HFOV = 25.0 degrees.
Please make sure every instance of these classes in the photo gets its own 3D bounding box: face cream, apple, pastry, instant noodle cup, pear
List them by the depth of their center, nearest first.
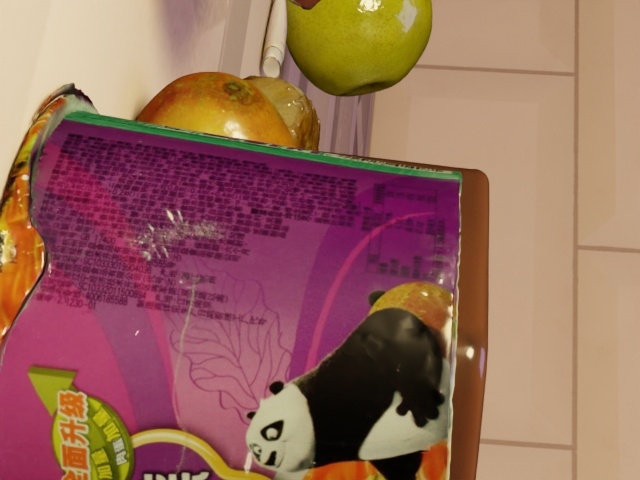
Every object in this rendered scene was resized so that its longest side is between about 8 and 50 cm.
[{"bbox_3d":[-0.031,0.057,0.675,0.251,0.190,0.251,3,90,-85],"label":"instant noodle cup"},{"bbox_3d":[-0.060,-0.039,0.828,0.102,0.099,0.114,-37,134,-81],"label":"apple"},{"bbox_3d":[-0.045,-0.051,1.108,0.153,0.081,0.153,7,90,-88],"label":"pastry"},{"bbox_3d":[-0.043,-0.203,1.402,0.115,0.020,0.038,-86,176,-45],"label":"face cream"},{"bbox_3d":[0.029,-0.261,1.512,0.180,0.166,0.216,-10,82,-72],"label":"pear"}]

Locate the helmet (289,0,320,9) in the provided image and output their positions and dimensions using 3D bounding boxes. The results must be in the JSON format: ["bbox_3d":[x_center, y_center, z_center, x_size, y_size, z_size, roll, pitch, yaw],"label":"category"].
[{"bbox_3d":[-0.040,-0.224,0.862,0.155,0.106,0.175,21,75,-65],"label":"helmet"}]

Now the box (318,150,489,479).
[{"bbox_3d":[0.044,0.086,1.416,0.339,0.229,0.239,-80,173,-53],"label":"box"}]
